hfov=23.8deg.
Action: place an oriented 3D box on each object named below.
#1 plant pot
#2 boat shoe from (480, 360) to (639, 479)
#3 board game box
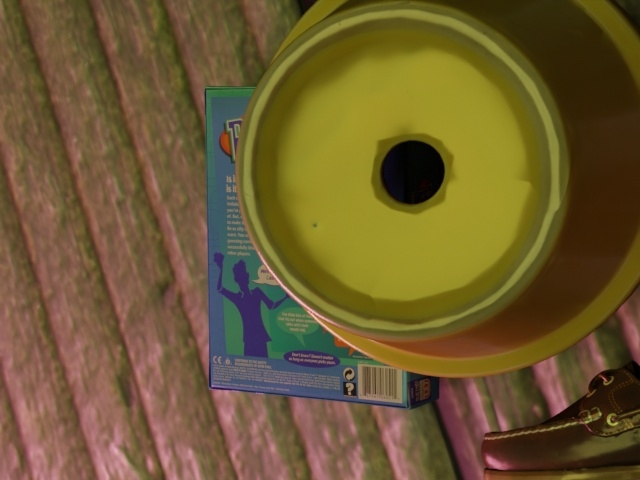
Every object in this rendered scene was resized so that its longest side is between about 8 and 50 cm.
[{"bbox_3d":[0.067,-0.040,0.827,0.254,0.239,0.254,1,95,14],"label":"plant pot"},{"bbox_3d":[0.192,0.107,0.898,0.207,0.073,0.073,-9,88,24],"label":"boat shoe"},{"bbox_3d":[0.000,0.000,1.015,0.160,0.047,0.210,3,96,31],"label":"board game box"}]
